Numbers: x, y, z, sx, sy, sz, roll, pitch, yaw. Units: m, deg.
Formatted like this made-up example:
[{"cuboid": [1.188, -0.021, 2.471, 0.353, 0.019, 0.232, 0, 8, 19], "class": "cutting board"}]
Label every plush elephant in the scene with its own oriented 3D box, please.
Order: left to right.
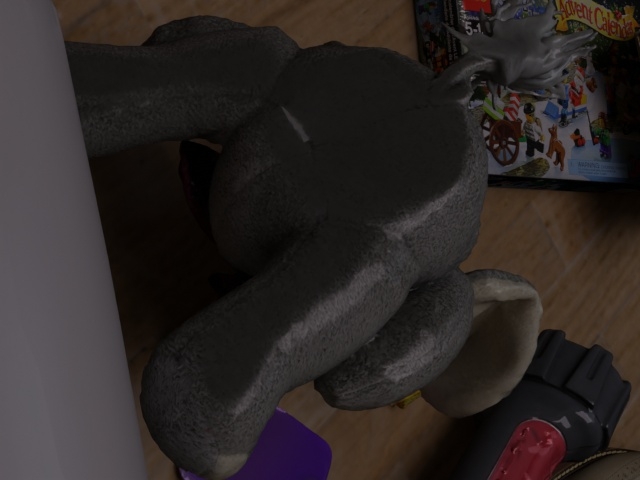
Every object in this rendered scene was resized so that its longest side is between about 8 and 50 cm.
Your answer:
[{"cuboid": [0.000, 0.000, 1.064, 0.330, 0.255, 0.272, -27, 65, -18], "class": "plush elephant"}]

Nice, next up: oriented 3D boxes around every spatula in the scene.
[{"cuboid": [0.024, 0.206, 1.178, 0.296, 0.030, 0.084, 46, 50, -27], "class": "spatula"}]

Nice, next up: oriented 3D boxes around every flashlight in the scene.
[{"cuboid": [0.127, 0.184, 1.196, 0.103, 0.103, 0.304, 53, 45, -14], "class": "flashlight"}]

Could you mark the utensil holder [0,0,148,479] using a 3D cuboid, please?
[{"cuboid": [-0.233, 0.105, 0.757, 0.328, 0.328, 0.385, -6, 83, -44], "class": "utensil holder"}]

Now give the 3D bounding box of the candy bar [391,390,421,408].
[{"cuboid": [0.098, 0.076, 1.285, 0.161, 0.018, 0.040, -27, 101, -43], "class": "candy bar"}]

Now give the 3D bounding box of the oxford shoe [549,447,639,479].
[{"cuboid": [0.291, 0.220, 1.350, 0.397, 0.146, 0.140, -5, 87, -43], "class": "oxford shoe"}]

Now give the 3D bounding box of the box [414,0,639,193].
[{"cuboid": [0.171, -0.120, 1.377, 0.233, 0.044, 0.159, 1, 81, -44], "class": "box"}]

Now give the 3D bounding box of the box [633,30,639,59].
[{"cuboid": [0.292, -0.094, 1.442, 0.201, 0.021, 0.164, -23, 99, -71], "class": "box"}]
